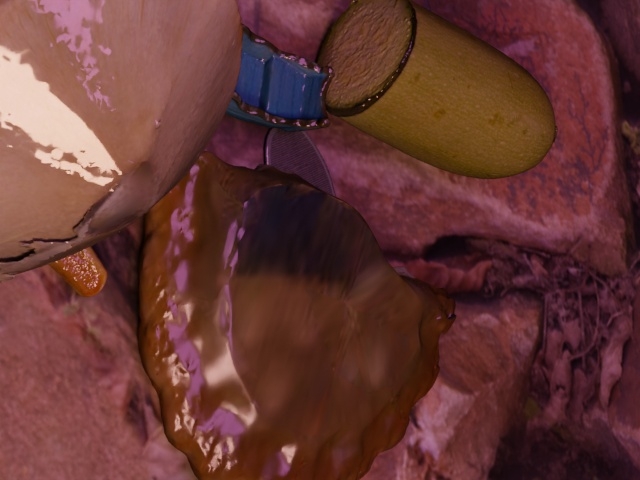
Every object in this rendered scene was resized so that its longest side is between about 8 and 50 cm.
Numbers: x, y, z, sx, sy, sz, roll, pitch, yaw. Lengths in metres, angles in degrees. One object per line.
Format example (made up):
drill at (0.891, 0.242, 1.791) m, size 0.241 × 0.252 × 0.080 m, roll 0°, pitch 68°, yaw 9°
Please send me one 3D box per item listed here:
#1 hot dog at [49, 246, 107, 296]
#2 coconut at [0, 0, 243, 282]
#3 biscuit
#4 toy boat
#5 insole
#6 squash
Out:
hot dog at (-0.221, -0.010, 1.409) m, size 0.044 × 0.028 × 0.137 m, roll -48°, pitch 112°, yaw -8°
coconut at (-0.206, -0.125, 1.253) m, size 0.323 × 0.323 × 0.323 m, roll 9°, pitch 76°, yaw -39°
biscuit at (-0.010, 0.063, 1.540) m, size 0.335 × 0.078 × 0.329 m, roll -15°, pitch 96°, yaw -38°
toy boat at (-0.065, -0.151, 1.533) m, size 0.185 × 0.077 × 0.075 m, roll 21°, pitch 66°, yaw -34°
insole at (0.000, 0.000, 1.609) m, size 0.080 × 0.003 × 0.232 m, roll -26°, pitch 99°, yaw -40°
squash at (0.125, -0.131, 1.660) m, size 0.247 × 0.132 × 0.132 m, roll 26°, pitch 66°, yaw -35°
